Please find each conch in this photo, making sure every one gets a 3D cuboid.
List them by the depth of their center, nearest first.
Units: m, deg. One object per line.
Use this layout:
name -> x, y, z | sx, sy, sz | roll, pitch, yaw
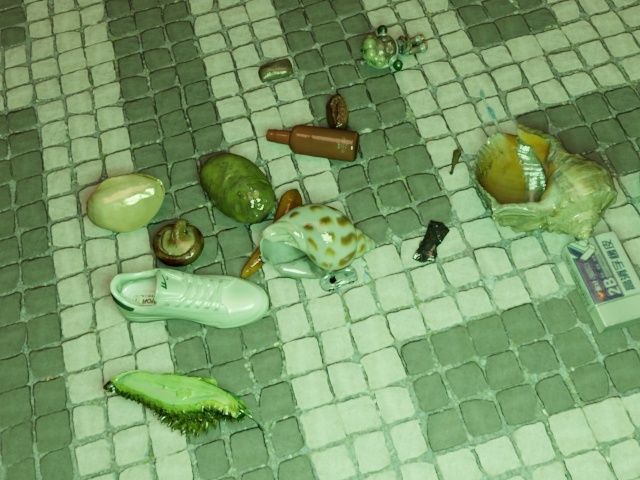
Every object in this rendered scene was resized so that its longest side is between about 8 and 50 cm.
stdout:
conch -> 0.503, -0.114, 1.562 | 0.297, 0.210, 0.352 | -12, 35, -9
conch -> 0.000, 0.000, 1.574 | 0.275, 0.182, 0.148 | 21, 48, -7

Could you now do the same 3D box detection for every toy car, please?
toy car -> 0.043, 0.092, 1.591 | 0.093, 0.025, 0.041 | -21, 63, -5

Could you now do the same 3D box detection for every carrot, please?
carrot -> -0.110, -0.015, 1.644 | 0.066, 0.062, 0.271 | 30, 71, -17

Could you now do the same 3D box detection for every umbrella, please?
umbrella -> 0.346, -0.206, 1.712 | 0.020, 0.031, 0.083 | 31, 69, -16

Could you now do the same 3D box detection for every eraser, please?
eraser -> 0.649, 0.093, 1.511 | 0.125, 0.068, 0.210 | -15, 64, -3

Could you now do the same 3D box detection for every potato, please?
potato -> -0.209, -0.134, 1.682 | 0.149, 0.113, 0.251 | -48, 54, -7

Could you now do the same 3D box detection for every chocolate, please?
chocolate -> -0.130, -0.489, 1.895 | 0.101, 0.031, 0.064 | -13, 59, 0

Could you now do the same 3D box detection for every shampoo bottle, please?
shampoo bottle -> -0.022, -0.261, 1.744 | 0.244, 0.085, 0.085 | 10, 65, 12

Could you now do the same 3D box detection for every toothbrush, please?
toothbrush -> 0.456, -0.332, 1.771 | 0.014, 0.017, 0.162 | -18, 67, 2

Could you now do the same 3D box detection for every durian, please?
durian -> -0.287, 0.353, 1.447 | 0.375, 0.106, 0.132 | 9, 63, 11

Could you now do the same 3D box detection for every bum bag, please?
bum bag -> 0.269, 0.003, 1.609 | 0.058, 0.034, 0.124 | 20, 66, 24

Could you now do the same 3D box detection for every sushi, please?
sushi -> 0.044, -0.334, 1.789 | 0.052, 0.055, 0.120 | -10, 73, -12

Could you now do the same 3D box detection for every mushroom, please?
mushroom -> -0.349, 0.010, 1.635 | 0.127, 0.087, 0.127 | -3, 59, 5

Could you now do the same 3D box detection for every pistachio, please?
pistachio -> -0.492, -0.096, 1.692 | 0.201, 0.117, 0.145 | -18, 101, -11

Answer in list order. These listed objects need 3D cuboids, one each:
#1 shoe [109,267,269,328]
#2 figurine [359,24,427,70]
shoe -> -0.307, 0.121, 1.536 | 0.363, 0.160, 0.131 | -1, 65, 6
figurine -> 0.202, -0.535, 1.850 | 0.197, 0.093, 0.147 | -20, 74, -5
